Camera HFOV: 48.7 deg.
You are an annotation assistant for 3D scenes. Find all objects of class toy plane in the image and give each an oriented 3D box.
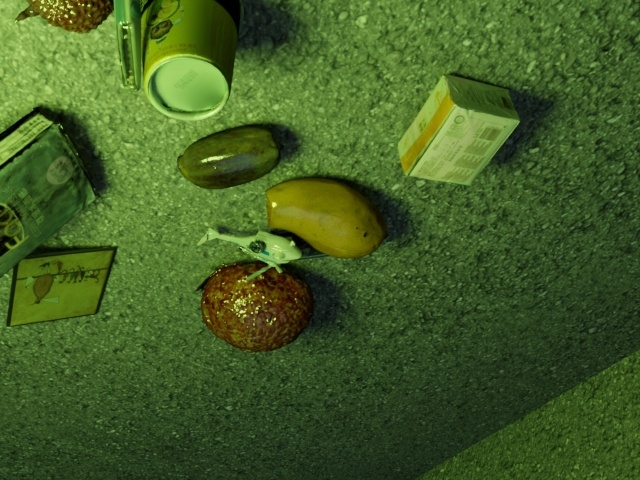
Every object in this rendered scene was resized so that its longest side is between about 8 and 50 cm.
[{"bbox_3d":[-0.175,0.002,1.824,0.182,0.273,0.107,-40,149,-37],"label":"toy plane"}]

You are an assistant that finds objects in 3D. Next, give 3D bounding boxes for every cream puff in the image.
[{"bbox_3d":[-0.176,0.204,2.022,0.350,0.229,0.350,-5,148,-3],"label":"cream puff"}]

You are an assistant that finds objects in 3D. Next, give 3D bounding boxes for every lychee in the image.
[{"bbox_3d":[-0.435,-0.429,1.203,0.197,0.165,0.165,-36,138,7],"label":"lychee"}]

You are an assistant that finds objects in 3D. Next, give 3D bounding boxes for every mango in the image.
[{"bbox_3d":[0.019,-0.061,1.790,0.359,0.144,0.187,25,112,-30],"label":"mango"}]

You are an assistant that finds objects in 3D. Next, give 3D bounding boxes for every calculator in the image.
[{"bbox_3d":[0.000,0.001,1.964,0.274,0.028,0.166,-7,143,-3],"label":"calculator"}]

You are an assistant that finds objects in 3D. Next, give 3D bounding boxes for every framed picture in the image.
[{"bbox_3d":[-0.713,0.129,1.933,0.255,0.014,0.339,-6,146,-32],"label":"framed picture"}]

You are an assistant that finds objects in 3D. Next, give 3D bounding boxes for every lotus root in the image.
[{"bbox_3d":[-0.203,-0.187,1.603,0.241,0.123,0.124,-17,133,6],"label":"lotus root"}]

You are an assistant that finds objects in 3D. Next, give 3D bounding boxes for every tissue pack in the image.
[{"bbox_3d":[0.312,-0.249,1.629,0.185,0.124,0.225,9,139,-22],"label":"tissue pack"},{"bbox_3d":[-0.667,-0.075,1.488,0.361,0.122,0.259,-46,154,-25],"label":"tissue pack"}]

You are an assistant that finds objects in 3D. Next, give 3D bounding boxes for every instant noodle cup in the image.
[{"bbox_3d":[-0.241,-0.349,1.293,0.215,0.236,0.215,-4,144,-3],"label":"instant noodle cup"}]

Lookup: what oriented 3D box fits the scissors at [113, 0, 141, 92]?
[{"bbox_3d":[-0.326,-0.396,1.190,0.041,0.289,0.138,0,-172,15],"label":"scissors"}]
